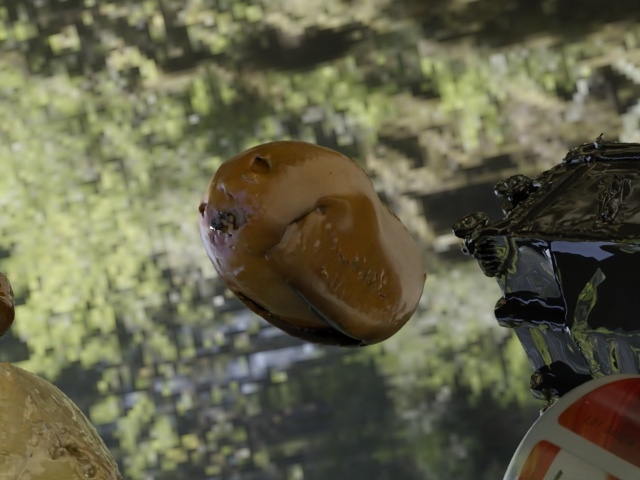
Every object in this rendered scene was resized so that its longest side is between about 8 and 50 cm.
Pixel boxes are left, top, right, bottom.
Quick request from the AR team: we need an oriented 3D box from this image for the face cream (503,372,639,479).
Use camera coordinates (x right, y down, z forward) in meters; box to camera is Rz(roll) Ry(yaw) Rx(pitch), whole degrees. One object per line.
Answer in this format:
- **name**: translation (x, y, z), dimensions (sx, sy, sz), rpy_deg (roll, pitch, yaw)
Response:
- **face cream**: translation (0.254, 0.215, 1.440), dimensions (0.187, 0.201, 0.201), rpy_deg (26, 143, 54)

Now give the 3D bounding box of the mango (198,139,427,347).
- **mango**: translation (0.000, 0.000, 1.720), dimensions (0.249, 0.156, 0.151), rpy_deg (31, -155, -39)

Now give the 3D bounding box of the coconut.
- **coconut**: translation (-0.388, 0.315, 2.314), dimensions (0.346, 0.360, 0.346), rpy_deg (-19, -90, -73)

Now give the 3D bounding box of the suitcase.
- **suitcase**: translation (0.335, 0.067, 1.643), dimensions (0.194, 0.434, 0.283), rpy_deg (-40, -64, -27)

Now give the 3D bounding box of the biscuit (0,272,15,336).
- **biscuit**: translation (-0.495, 0.080, 1.695), dimensions (0.283, 0.432, 0.064), rpy_deg (130, 143, -55)
